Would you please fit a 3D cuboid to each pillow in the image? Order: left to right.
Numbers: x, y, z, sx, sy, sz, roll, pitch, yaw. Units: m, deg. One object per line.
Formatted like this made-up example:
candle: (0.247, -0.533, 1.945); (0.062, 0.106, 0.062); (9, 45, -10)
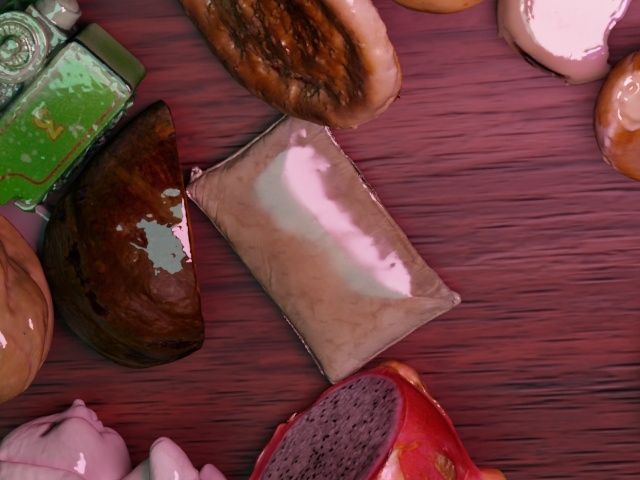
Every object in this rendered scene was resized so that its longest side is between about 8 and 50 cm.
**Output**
pillow: (0.000, 0.000, 1.870); (0.185, 0.075, 0.302); (-35, 99, 13)

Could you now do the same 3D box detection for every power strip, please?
power strip: (-0.348, -0.025, 1.931); (0.252, 0.027, 0.060); (38, 104, -4)

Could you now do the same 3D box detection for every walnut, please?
walnut: (-0.438, 0.078, 1.838); (0.253, 0.282, 0.277); (-32, 100, 10)

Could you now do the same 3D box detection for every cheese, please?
cheese: (0.308, -0.305, 1.752); (0.163, 0.082, 0.286); (37, 105, -4)

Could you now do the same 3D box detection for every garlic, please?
garlic: (0.394, -0.117, 1.749); (0.245, 0.164, 0.145); (20, 98, -22)

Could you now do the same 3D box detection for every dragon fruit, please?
dragon fruit: (0.069, 0.309, 1.840); (0.305, 0.305, 0.226); (-42, 112, 15)

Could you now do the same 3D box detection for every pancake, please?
pancake: (-0.060, -0.255, 1.697); (0.065, 0.356, 0.356); (-37, 99, -21)

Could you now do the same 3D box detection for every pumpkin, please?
pumpkin: (-0.226, 0.009, 1.850); (0.169, 0.148, 0.312); (-8, 99, -11)

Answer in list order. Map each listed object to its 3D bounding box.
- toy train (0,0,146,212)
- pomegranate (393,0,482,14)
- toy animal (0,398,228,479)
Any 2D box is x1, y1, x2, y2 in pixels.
toy train: (-0.324, -0.159, 1.844); (0.188, 0.132, 0.243); (43, 107, -10)
pomegranate: (0.112, -0.374, 1.638); (0.332, 0.332, 0.333); (2, 104, 7)
toy animal: (-0.263, 0.300, 1.909); (0.265, 0.272, 0.206); (19, 81, 15)
